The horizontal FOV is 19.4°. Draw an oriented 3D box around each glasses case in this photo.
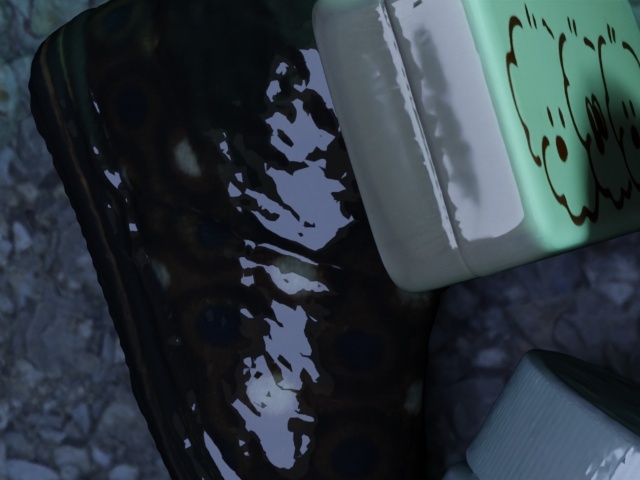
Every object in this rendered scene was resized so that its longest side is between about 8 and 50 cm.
[{"bbox_3d":[0.103,-0.060,0.936,0.076,0.336,0.144,-18,88,22],"label":"glasses case"}]

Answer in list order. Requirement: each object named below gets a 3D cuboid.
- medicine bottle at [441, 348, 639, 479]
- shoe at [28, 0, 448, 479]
[{"bbox_3d":[0.110,0.238,1.013,0.190,0.190,0.332,32,95,17],"label":"medicine bottle"},{"bbox_3d":[0.000,0.000,1.071,0.237,0.171,0.384,-29,76,25],"label":"shoe"}]
